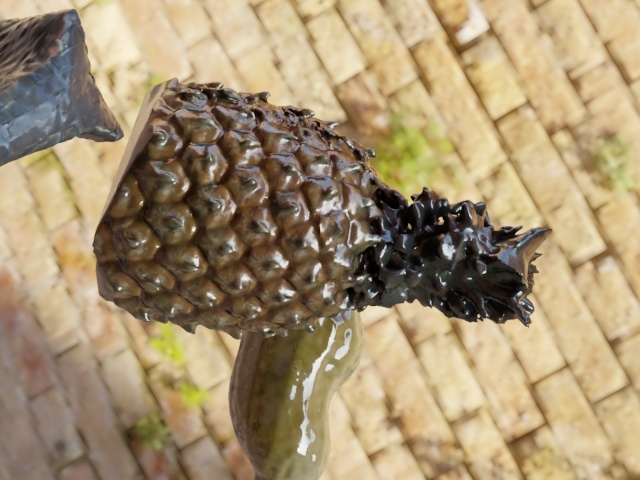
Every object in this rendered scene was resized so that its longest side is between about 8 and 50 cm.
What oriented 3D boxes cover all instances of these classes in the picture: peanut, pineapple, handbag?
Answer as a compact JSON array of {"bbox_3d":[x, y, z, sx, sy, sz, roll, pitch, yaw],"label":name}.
[{"bbox_3d":[-0.022,0.121,1.531,0.120,0.110,0.236,13,78,-46],"label":"peanut"},{"bbox_3d":[0.000,0.000,1.310,0.362,0.202,0.202,16,18,-1],"label":"pineapple"},{"bbox_3d":[-0.246,-0.078,1.041,0.270,0.175,0.088,9,-58,52],"label":"handbag"}]
